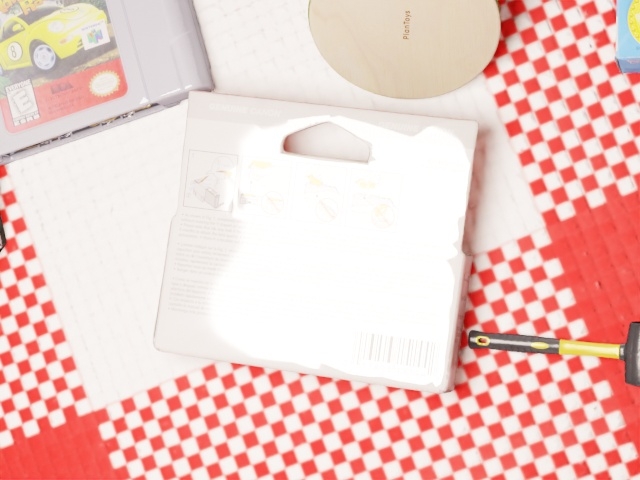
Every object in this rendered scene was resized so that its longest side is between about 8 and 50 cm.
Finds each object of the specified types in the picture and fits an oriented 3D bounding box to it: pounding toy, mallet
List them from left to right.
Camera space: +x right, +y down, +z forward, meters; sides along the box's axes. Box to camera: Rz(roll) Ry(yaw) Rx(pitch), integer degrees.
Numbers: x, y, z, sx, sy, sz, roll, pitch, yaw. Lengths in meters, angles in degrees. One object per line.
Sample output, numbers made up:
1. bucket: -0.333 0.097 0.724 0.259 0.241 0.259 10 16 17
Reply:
1. pounding toy: 0.097 -0.255 1.484 0.183 0.110 0.237 26 133 -14
2. mallet: 0.234 0.111 1.476 0.190 0.039 0.062 -4 88 19

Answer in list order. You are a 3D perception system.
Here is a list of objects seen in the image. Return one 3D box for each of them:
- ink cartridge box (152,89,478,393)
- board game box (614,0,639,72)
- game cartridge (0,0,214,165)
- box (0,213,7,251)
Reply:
1. ink cartridge box: 0.000 0.000 1.522 0.296 0.066 0.261 8 88 14
2. board game box: 0.425 -0.311 1.423 0.308 0.086 0.302 0 86 14
3. game cartridge: -0.270 -0.201 1.610 0.294 0.060 0.196 -18 79 12
4. box: -0.430 -0.069 1.600 0.191 0.045 0.184 3 123 14
